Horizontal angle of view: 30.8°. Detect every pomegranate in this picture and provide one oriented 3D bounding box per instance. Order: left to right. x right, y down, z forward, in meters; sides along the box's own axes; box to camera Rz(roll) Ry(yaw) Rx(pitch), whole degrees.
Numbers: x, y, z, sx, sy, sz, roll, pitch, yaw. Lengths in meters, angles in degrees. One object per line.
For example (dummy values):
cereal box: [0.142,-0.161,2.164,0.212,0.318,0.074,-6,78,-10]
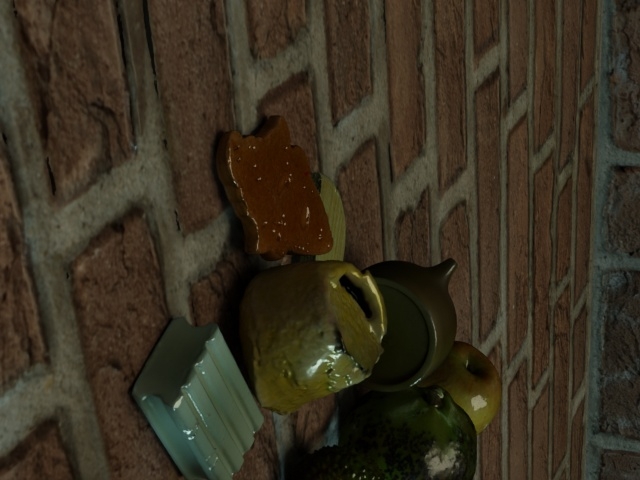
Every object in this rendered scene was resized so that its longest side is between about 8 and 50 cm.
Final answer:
pomegranate: [0.129,0.343,1.872,0.276,0.222,0.204,121,-13,-59]

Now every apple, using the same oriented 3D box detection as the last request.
apple: [0.235,0.276,2.086,0.182,0.182,0.155,-38,161,-55]

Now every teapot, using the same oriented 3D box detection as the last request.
teapot: [0.112,0.128,1.765,0.268,0.185,0.175,-49,168,26]

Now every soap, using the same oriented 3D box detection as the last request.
soap: [-0.141,0.197,1.378,0.119,0.066,0.198,-61,148,-33]

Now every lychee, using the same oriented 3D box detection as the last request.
lychee: [0.027,0.372,1.698,0.171,0.171,0.171,-33,127,-58]

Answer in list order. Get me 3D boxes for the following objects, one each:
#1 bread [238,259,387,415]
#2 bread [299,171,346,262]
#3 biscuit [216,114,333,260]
bread: [-0.016,0.122,1.489,0.197,0.170,0.197,38,45,-51]
bread: [0.001,0.004,1.648,0.112,0.036,0.193,8,87,-66]
biscuit: [-0.056,-0.056,1.484,0.280,0.043,0.183,45,55,-55]
